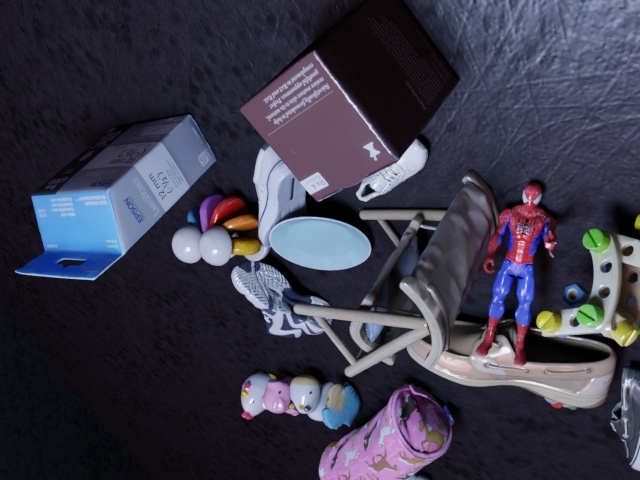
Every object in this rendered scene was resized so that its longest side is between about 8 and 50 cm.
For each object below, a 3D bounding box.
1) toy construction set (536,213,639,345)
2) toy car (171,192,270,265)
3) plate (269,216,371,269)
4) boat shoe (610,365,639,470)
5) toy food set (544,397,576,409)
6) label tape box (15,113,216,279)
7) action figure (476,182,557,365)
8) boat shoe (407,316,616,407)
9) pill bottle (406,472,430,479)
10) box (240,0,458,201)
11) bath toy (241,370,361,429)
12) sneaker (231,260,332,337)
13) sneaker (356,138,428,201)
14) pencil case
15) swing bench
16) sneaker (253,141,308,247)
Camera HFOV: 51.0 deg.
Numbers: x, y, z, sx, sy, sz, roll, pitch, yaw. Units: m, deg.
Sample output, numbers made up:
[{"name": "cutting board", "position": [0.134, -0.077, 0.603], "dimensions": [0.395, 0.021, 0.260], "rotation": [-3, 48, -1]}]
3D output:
[{"name": "toy construction set", "position": [0.451, 0.077, 0.830], "dimensions": [0.327, 0.215, 0.151], "rotation": [23, -177, 40]}, {"name": "toy car", "position": [-0.195, -0.025, 1.324], "dimensions": [0.182, 0.159, 0.136], "rotation": [3, 96, 37]}, {"name": "plate", "position": [0.000, 0.000, 1.227], "dimensions": [0.188, 0.024, 0.188], "rotation": [5, 150, 3]}, {"name": "boat shoe", "position": [0.522, 0.293, 1.115], "dimensions": [0.070, 0.078, 0.219], "rotation": [11, 127, 29]}, {"name": "toy food set", "position": [0.432, 0.273, 1.206], "dimensions": [0.083, 0.020, 0.082], "rotation": [37, 143, 0]}, {"name": "label tape box", "position": [-0.394, -0.084, 1.233], "dimensions": [0.249, 0.348, 0.115], "rotation": [0, 129, 38]}, {"name": "action figure", "position": [0.280, 0.059, 0.969], "dimensions": [0.091, 0.139, 0.280], "rotation": [11, 110, 19]}, {"name": "boat shoe", "position": [0.315, 0.178, 1.135], "dimensions": [0.341, 0.122, 0.110], "rotation": [9, 130, 18]}, {"name": "pill bottle", "position": [0.182, 0.595, 1.674], "dimensions": [0.169, 0.094, 0.094], "rotation": [14, 137, 28]}, {"name": "box", "position": [0.042, -0.193, 0.892], "dimensions": [0.167, 0.203, 0.168], "rotation": [50, 140, -15]}, {"name": "bath toy", "position": [-0.075, 0.390, 1.646], "dimensions": [0.348, 0.129, 0.151], "rotation": [-5, 125, 43]}, {"name": "sneaker", "position": [-0.104, 0.139, 1.419], "dimensions": [0.235, 0.094, 0.153], "rotation": [25, 145, -20]}, {"name": "sneaker", "position": [0.111, -0.103, 1.046], "dimensions": [0.053, 0.061, 0.152], "rotation": [44, 141, -5]}, {"name": "pencil case", "position": [0.132, 0.463, 1.491], "dimensions": [0.160, 0.167, 0.386], "rotation": [51, 137, 15]}, {"name": "swing bench", "position": [0.139, 0.057, 1.030], "dimensions": [0.254, 0.253, 0.165], "rotation": [-18, 117, 48]}, {"name": "sneaker", "position": [-0.076, -0.084, 1.209], "dimensions": [0.091, 0.094, 0.258], "rotation": [58, 154, 24]}]
